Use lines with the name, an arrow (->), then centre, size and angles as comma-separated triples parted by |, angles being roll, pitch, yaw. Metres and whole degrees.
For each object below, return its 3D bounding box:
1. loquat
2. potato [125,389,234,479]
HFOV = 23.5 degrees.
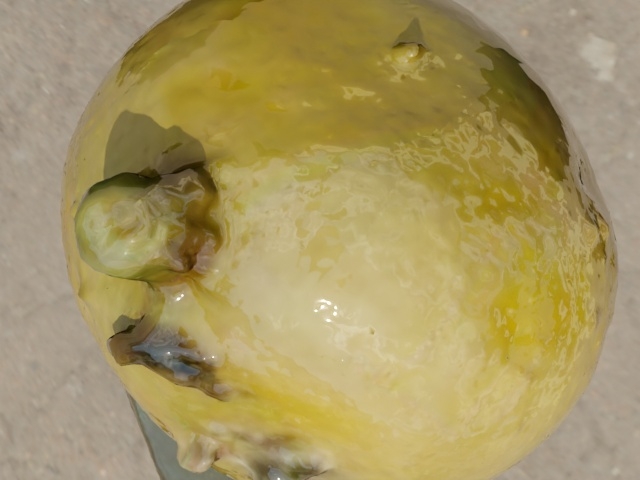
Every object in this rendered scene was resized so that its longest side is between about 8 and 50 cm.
loquat -> 0.000, 0.000, 0.458 | 0.149, 0.172, 0.204 | -43, 161, 28
potato -> -0.036, 0.146, 1.184 | 0.211, 0.264, 0.189 | -18, 153, -11
